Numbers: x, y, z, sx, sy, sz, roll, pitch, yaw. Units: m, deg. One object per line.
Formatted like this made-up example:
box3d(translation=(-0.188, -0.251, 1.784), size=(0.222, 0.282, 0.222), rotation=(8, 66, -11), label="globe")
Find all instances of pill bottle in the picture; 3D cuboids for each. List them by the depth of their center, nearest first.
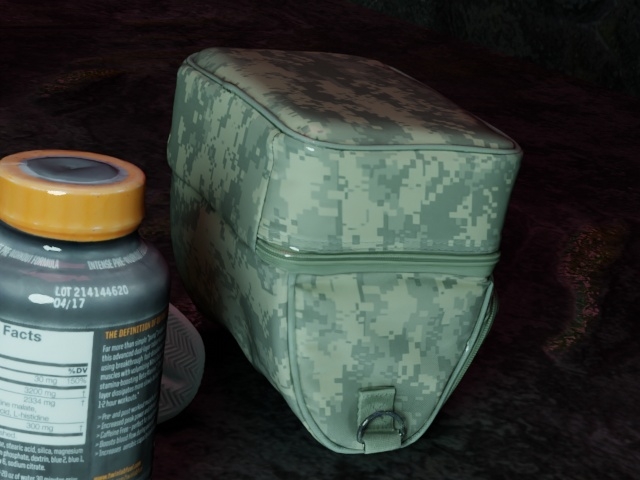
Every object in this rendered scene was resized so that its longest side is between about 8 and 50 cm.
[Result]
box3d(translation=(-0.159, 0.072, 0.902), size=(0.130, 0.245, 0.130), rotation=(7, 17, -2), label="pill bottle")

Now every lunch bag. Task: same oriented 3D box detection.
box3d(translation=(0.000, 0.000, 1.185), size=(0.213, 0.256, 0.305), rotation=(2, 19, -26), label="lunch bag")

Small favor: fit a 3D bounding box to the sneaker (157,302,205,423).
box3d(translation=(-0.254, 0.059, 1.114), size=(0.321, 0.124, 0.180), rotation=(13, 1, -25), label="sneaker")
